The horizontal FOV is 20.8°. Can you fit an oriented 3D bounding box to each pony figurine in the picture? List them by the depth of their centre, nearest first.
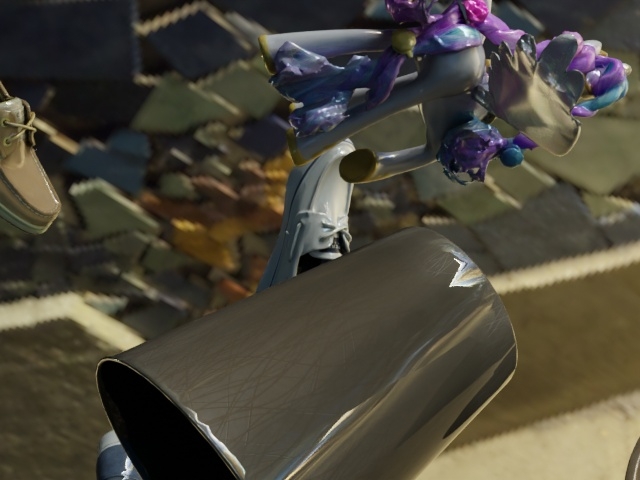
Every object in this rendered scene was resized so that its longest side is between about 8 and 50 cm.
[{"bbox_3d":[0.133,-0.181,1.738,0.363,0.351,0.303,-14,70,5],"label":"pony figurine"}]

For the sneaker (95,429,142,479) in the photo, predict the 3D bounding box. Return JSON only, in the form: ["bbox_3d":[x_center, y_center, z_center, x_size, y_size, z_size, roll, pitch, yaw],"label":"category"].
[{"bbox_3d":[-0.142,0.307,1.669,0.086,0.226,0.163,-33,29,20],"label":"sneaker"}]

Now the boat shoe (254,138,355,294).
[{"bbox_3d":[0.000,0.000,2.102,0.084,0.095,0.258,31,111,46],"label":"boat shoe"}]

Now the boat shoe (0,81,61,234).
[{"bbox_3d":[-0.187,-0.066,0.987,0.045,0.135,0.050,-33,7,24],"label":"boat shoe"}]

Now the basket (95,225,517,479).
[{"bbox_3d":[0.006,0.100,1.137,0.227,0.154,0.204,-32,62,-25],"label":"basket"}]

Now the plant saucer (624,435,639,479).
[{"bbox_3d":[0.390,0.204,1.434,0.277,0.041,0.278,-14,40,12],"label":"plant saucer"}]
